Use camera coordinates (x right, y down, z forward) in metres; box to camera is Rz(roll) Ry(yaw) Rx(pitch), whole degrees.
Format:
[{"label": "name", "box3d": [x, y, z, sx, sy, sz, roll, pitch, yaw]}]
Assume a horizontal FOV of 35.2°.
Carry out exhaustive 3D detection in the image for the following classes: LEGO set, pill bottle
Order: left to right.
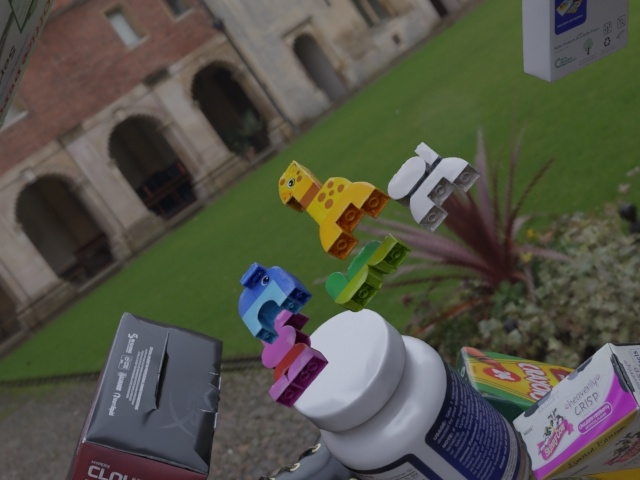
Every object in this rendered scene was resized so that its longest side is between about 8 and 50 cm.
[{"label": "LEGO set", "box3d": [0.000, 0.000, 0.753, 0.227, 0.087, 0.093, -51, 43, 9]}, {"label": "pill bottle", "box3d": [0.094, 0.195, 1.062, 0.153, 0.264, 0.153, -28, 37, 24]}]

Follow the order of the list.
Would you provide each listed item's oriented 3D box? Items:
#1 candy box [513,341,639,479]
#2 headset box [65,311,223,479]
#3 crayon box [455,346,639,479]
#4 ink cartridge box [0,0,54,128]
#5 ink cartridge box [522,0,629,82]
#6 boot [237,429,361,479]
[{"label": "candy box", "box3d": [0.332, 0.165, 0.999, 0.233, 0.071, 0.159, 1, -36, -29]}, {"label": "headset box", "box3d": [-0.179, 0.225, 0.935, 0.218, 0.110, 0.293, -93, 23, -65]}, {"label": "crayon box", "box3d": [0.340, 0.236, 1.330, 0.202, 0.318, 0.081, -80, 2, -78]}, {"label": "ink cartridge box", "box3d": [-0.348, -0.225, 0.935, 0.289, 0.121, 0.211, 126, 164, -76]}, {"label": "ink cartridge box", "box3d": [0.353, -0.399, 1.386, 0.165, 0.333, 0.065, -26, 38, -25]}, {"label": "boot", "box3d": [-0.028, 0.311, 1.321, 0.284, 0.138, 0.377, -13, 48, -5]}]
